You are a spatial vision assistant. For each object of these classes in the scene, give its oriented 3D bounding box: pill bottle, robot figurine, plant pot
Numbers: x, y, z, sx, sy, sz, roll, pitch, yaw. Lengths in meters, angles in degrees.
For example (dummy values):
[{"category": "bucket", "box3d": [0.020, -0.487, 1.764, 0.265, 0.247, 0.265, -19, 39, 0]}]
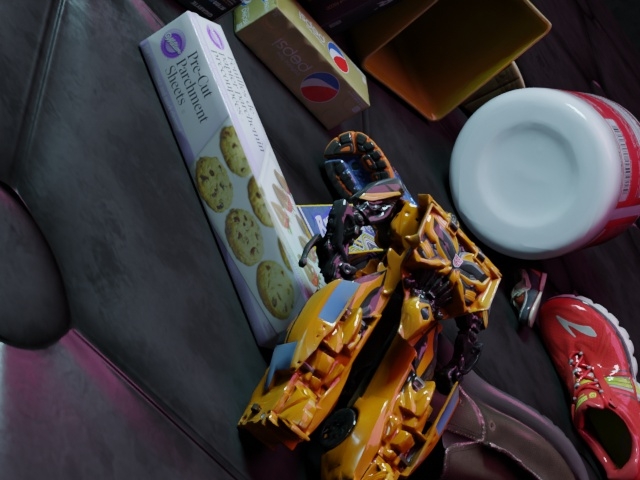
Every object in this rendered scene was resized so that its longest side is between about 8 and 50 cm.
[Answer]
[{"category": "pill bottle", "box3d": [0.344, -0.097, 2.250, 0.229, 0.229, 0.408, 63, 21, 7]}, {"category": "robot figurine", "box3d": [0.059, 0.086, 1.381, 0.211, 0.085, 0.291, 45, 60, -25]}, {"category": "plant pot", "box3d": [0.146, -0.324, 2.149, 0.212, 0.212, 0.187, 31, 25, -52]}]

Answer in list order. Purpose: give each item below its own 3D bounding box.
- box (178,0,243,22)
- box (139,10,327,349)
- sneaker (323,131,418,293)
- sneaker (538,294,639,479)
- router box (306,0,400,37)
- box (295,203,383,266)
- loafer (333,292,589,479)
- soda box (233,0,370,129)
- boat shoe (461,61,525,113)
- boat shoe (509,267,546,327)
[{"category": "box", "box3d": [-0.175, -0.344, 1.629, 0.220, 0.051, 0.175, 31, 35, -52]}, {"category": "box", "box3d": [-0.075, -0.056, 1.469, 0.063, 0.067, 0.324, 13, 52, -62]}, {"category": "sneaker", "box3d": [0.084, -0.022, 1.774, 0.221, 0.083, 0.087, 65, 13, 3]}, {"category": "sneaker", "box3d": [0.369, 0.196, 2.113, 0.118, 0.107, 0.279, -6, 66, -58]}, {"category": "router box", "box3d": [0.085, -0.431, 1.973, 0.243, 0.309, 0.081, 63, 6, 7]}, {"category": "box", "box3d": [0.000, 0.000, 1.583, 0.059, 0.054, 0.169, 64, 22, 9]}, {"category": "loafer", "box3d": [0.115, 0.197, 1.533, 0.366, 0.134, 0.130, 40, 54, -23]}, {"category": "soda box", "box3d": [-0.021, -0.209, 1.793, 0.181, 0.061, 0.058, 44, 27, -37]}, {"category": "boat shoe", "box3d": [0.203, -0.300, 2.367, 0.302, 0.109, 0.098, 42, 28, -27]}, {"category": "boat shoe", "box3d": [0.275, 0.075, 2.134, 0.043, 0.049, 0.137, 17, 27, 5]}]
